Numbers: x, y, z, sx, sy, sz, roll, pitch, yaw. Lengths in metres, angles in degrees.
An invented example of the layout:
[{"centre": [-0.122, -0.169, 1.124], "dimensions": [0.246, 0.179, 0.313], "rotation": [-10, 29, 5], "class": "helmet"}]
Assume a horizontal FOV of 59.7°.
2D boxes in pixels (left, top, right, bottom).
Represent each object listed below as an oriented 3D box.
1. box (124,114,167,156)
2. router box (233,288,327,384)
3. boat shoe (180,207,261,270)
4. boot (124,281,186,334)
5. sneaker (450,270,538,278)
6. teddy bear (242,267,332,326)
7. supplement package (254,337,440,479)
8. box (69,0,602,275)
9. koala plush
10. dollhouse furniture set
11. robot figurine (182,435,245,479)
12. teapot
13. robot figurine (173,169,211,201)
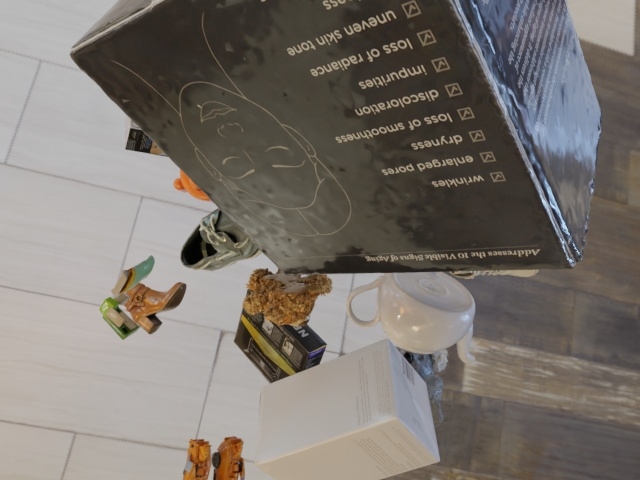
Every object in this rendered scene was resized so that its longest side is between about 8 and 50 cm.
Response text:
[{"centre": [-0.442, -0.336, 1.710], "dimensions": [0.290, 0.087, 0.169], "rotation": [8, 45, -25], "class": "box"}, {"centre": [-0.136, 0.322, 1.752], "dimensions": [0.081, 0.242, 0.309], "rotation": [-17, 47, -42], "class": "router box"}, {"centre": [-0.197, -0.006, 1.119], "dimensions": [0.099, 0.319, 0.116], "rotation": [-10, 78, -32], "class": "boat shoe"}, {"centre": [-0.509, 0.165, 1.680], "dimensions": [0.152, 0.073, 0.197], "rotation": [42, 93, 18], "class": "boot"}, {"centre": [0.333, 0.037, 1.189], "dimensions": [0.292, 0.110, 0.118], "rotation": [16, 51, -9], "class": "sneaker"}, {"centre": [-0.095, 0.149, 1.536], "dimensions": [0.245, 0.338, 0.113], "rotation": [-14, 107, -32], "class": "teddy bear"}, {"centre": [0.046, 0.345, 1.062], "dimensions": [0.177, 0.293, 0.175], "rotation": [51, 23, -34], "class": "supplement package"}, {"centre": [0.046, -0.201, 0.726], "dimensions": [0.471, 0.480, 0.297], "rotation": [51, 51, -35], "class": "box"}, {"centre": [0.235, 0.364, 1.446], "dimensions": [0.196, 0.203, 0.221], "rotation": [-9, 42, 21], "class": "koala plush"}, {"centre": [-0.323, 0.103, 0.960], "dimensions": [0.058, 0.151, 0.076], "rotation": [43, 30, 6], "class": "dollhouse furniture set"}, {"centre": [-0.287, 0.670, 1.459], "dimensions": [0.211, 0.085, 0.290], "rotation": [12, 79, -40], "class": "robot figurine"}, {"centre": [0.233, 0.185, 1.355], "dimensions": [0.253, 0.187, 0.256], "rotation": [-3, 33, -38], "class": "teapot"}, {"centre": [-0.235, -0.147, 1.252], "dimensions": [0.128, 0.219, 0.158], "rotation": [36, 92, 2], "class": "robot figurine"}]
